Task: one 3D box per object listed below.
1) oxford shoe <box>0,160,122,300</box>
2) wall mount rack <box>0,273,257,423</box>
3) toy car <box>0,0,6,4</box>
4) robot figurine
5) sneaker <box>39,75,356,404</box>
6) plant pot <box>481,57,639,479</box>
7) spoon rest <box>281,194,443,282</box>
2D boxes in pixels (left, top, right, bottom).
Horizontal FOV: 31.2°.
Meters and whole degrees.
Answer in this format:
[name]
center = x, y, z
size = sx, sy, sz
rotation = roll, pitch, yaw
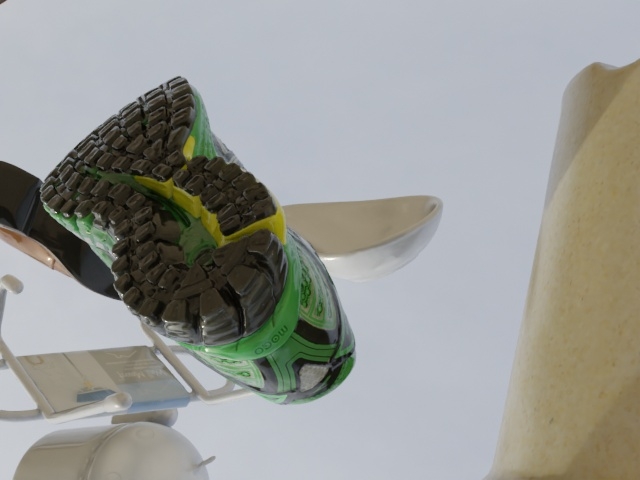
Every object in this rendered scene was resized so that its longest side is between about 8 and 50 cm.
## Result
[oxford shoe]
center = -0.254, -0.008, 1.098
size = 0.076, 0.212, 0.076
rotation = -9, -129, 52
[wall mount rack]
center = -0.207, 0.136, 1.260
size = 0.350, 0.131, 0.304
rotation = -2, -153, -40
[toy car]
center = -0.359, -0.248, 1.182
size = 0.122, 0.060, 0.041
rotation = -45, -152, 27
[robot figurine]
center = -0.295, 0.359, 1.613
size = 0.353, 0.200, 0.300
rotation = -12, -131, 41
[sneaker]
center = -0.089, 0.002, 0.781
size = 0.134, 0.146, 0.343
rotation = -37, -144, 0
[plant pot]
center = 0.244, 0.059, 0.655
size = 0.333, 0.334, 0.306
rotation = 1, -101, 23
[spoon rest]
center = 0.000, 0.000, 1.132
size = 0.276, 0.084, 0.137
rotation = -15, -164, 43
